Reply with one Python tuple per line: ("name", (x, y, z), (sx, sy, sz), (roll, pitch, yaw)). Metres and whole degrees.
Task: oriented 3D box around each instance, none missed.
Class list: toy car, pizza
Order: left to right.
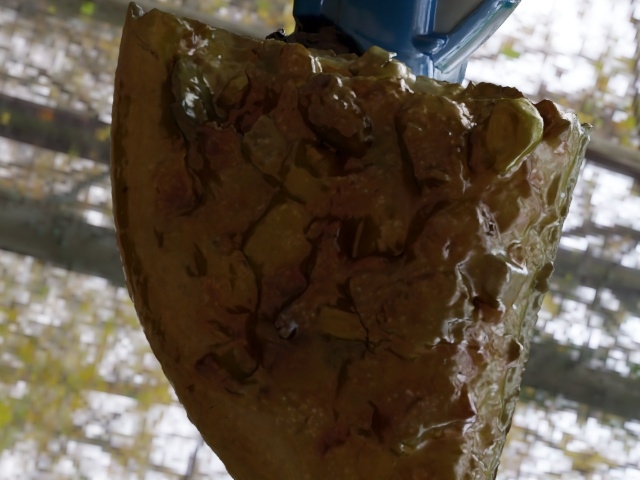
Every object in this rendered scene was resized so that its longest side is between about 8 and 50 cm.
("pizza", (-0.018, 0.029, 0.838), (0.257, 0.087, 0.268), (14, -86, 27))
("toy car", (0.060, -0.172, 1.005), (0.198, 0.166, 0.314), (-47, 147, -67))
